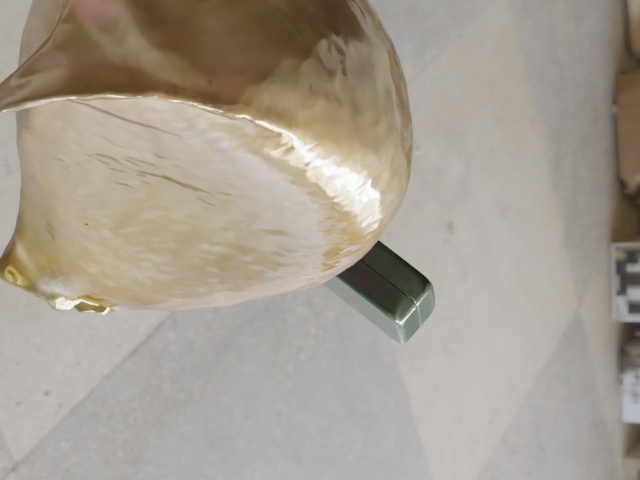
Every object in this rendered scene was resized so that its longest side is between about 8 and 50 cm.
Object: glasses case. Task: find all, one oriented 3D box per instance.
[{"bbox_3d":[0.000,0.000,0.860,0.039,0.184,0.078,-49,163,-10],"label":"glasses case"}]

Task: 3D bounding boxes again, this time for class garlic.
[{"bbox_3d":[-0.049,-0.042,0.422,0.164,0.245,0.145,-32,82,-14],"label":"garlic"}]
